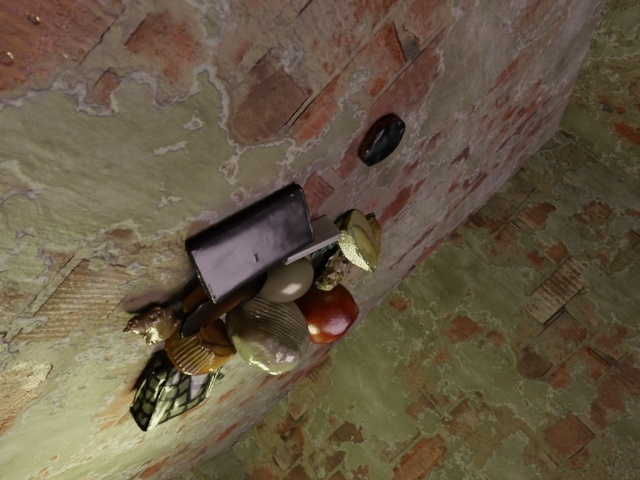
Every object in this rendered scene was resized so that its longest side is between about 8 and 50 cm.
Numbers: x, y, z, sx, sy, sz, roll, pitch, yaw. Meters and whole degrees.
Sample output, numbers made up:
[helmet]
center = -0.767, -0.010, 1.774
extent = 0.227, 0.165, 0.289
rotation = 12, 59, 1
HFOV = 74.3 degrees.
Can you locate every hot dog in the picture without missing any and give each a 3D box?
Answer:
[hot dog]
center = -0.348, 0.185, 1.429
extent = 0.326, 0.107, 0.194
rotation = -20, 144, -46

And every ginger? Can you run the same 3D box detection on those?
[ginger]
center = -0.521, 0.258, 1.328
extent = 0.137, 0.074, 0.213
rotation = -48, 155, -16

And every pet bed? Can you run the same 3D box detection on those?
[pet bed]
center = 0.220, -0.350, 1.485
extent = 0.201, 0.053, 0.201
rotation = -35, 158, -17

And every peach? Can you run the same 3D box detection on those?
[peach]
center = 0.027, 0.349, 2.093
extent = 0.332, 0.308, 0.308
rotation = -6, 152, -2

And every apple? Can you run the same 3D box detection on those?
[apple]
center = 0.164, -0.004, 1.854
extent = 0.119, 0.265, 0.193
rotation = -14, -149, 36

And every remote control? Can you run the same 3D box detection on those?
[remote control]
center = -0.051, -0.004, 1.591
extent = 0.277, 0.103, 0.056
rotation = -25, 154, -36

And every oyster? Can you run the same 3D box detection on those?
[oyster]
center = 0.073, 0.128, 2.002
extent = 0.238, 0.114, 0.351
rotation = -59, 176, 29

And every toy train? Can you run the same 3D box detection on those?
[toy train]
center = 0.000, 0.000, 1.732
extent = 0.175, 0.074, 0.118
rotation = -27, 149, -30

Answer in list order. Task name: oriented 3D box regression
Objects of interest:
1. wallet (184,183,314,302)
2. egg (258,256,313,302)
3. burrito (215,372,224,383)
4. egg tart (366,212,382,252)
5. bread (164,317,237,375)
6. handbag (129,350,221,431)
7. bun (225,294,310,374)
[wallet]
center = -0.202, 0.005, 1.322
extent = 0.406, 0.062, 0.229
rotation = -33, 127, -25
[egg]
center = -0.137, 0.142, 1.601
extent = 0.241, 0.186, 0.186
rotation = -24, 152, -35
[burrito]
center = -0.598, 0.711, 2.030
extent = 0.309, 0.066, 0.096
rotation = -21, 155, -41
[egg tart]
center = 0.242, -0.003, 2.016
extent = 0.232, 0.098, 0.253
rotation = -44, 144, -49
[bread]
center = -0.436, 0.374, 1.520
extent = 0.156, 0.204, 0.288
rotation = -35, 165, 3
[handbag]
center = -0.558, 0.556, 1.695
extent = 0.325, 0.162, 0.327
rotation = -10, 136, -56
[bun]
center = -0.213, 0.351, 1.642
extent = 0.219, 0.365, 0.365
rotation = -48, 158, 24
